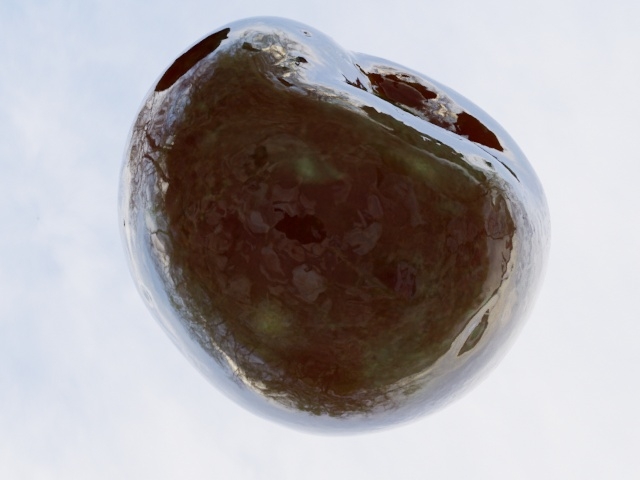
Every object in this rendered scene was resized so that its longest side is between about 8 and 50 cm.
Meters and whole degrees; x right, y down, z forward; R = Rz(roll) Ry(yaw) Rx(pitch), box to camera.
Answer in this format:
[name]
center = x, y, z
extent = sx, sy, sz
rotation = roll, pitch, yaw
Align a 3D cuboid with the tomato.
[tomato]
center = 0.000, 0.000, 0.881
extent = 0.270, 0.270, 0.223
rotation = 24, -74, -11
